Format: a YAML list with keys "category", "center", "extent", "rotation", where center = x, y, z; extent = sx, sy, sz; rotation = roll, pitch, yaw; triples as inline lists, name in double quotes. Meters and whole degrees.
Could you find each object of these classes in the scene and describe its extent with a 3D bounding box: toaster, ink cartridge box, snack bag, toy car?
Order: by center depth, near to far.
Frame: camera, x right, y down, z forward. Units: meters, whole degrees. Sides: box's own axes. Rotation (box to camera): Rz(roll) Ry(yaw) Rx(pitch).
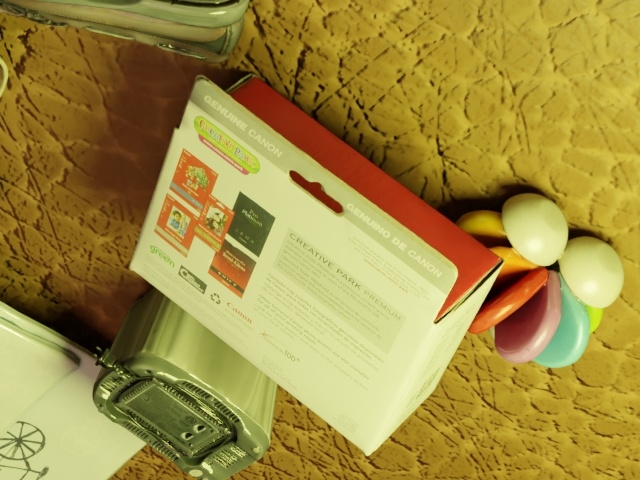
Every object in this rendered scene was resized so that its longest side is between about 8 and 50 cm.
- category: "ink cartridge box"
  center: [0.000, 0.000, 1.590]
  extent: [0.309, 0.130, 0.272]
  rotation: [38, 136, 14]
- category: "toy car"
  center: [0.198, 0.056, 1.660]
  extent: [0.182, 0.136, 0.159]
  rotation: [36, 131, -18]
- category: "toaster"
  center: [-0.145, 0.143, 1.832]
  extent: [0.227, 0.146, 0.129]
  rotation: [37, 130, -20]
- category: "snack bag"
  center: [-0.371, 0.223, 1.939]
  extent: [0.342, 0.037, 0.323]
  rotation: [32, 117, -33]

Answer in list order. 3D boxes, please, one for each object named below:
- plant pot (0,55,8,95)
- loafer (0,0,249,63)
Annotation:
- category: "plant pot"
  center: [-0.460, -0.170, 1.571]
  extent: [0.284, 0.284, 0.191]
  rotation: [-39, 78, 39]
- category: "loafer"
  center: [-0.216, -0.222, 1.538]
  extent: [0.303, 0.109, 0.095]
  rotation: [12, 139, 0]
